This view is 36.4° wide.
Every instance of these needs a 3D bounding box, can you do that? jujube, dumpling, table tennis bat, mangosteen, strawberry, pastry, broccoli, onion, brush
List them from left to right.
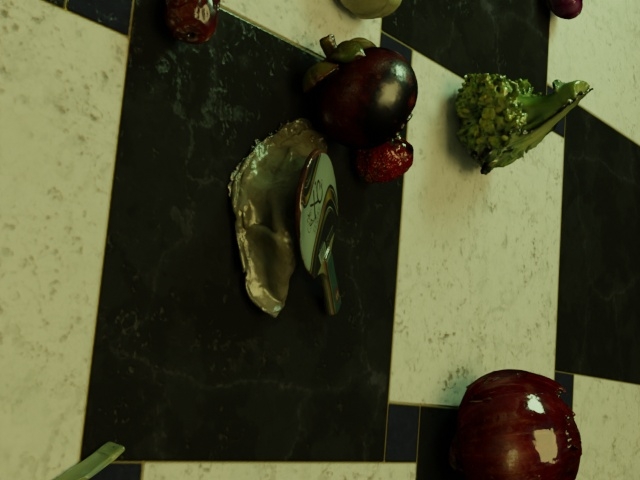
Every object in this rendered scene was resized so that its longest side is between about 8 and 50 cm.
[{"bbox_3d":[-0.307,0.300,1.173,0.178,0.033,0.030,-32,118,-47],"label":"brush"},{"bbox_3d":[-0.173,-0.334,1.346,0.077,0.077,0.129,36,56,-44],"label":"jujube"},{"bbox_3d":[-0.055,-0.062,1.469,0.166,0.086,0.332,39,54,-46],"label":"dumpling"},{"bbox_3d":[0.000,0.000,1.497,0.173,0.022,0.301,-67,155,-45],"label":"table tennis bat"},{"bbox_3d":[0.062,-0.246,1.570,0.200,0.199,0.200,4,84,-51],"label":"mangosteen"},{"bbox_3d":[0.082,-0.457,1.656,0.156,0.092,0.156,15,72,-56],"label":"pastry"},{"bbox_3d":[0.107,-0.141,1.669,0.106,0.106,0.106,4,84,-51],"label":"strawberry"},{"bbox_3d":[0.374,-0.273,1.908,0.242,0.273,0.180,-19,70,-51],"label":"broccoli"},{"bbox_3d":[0.367,0.380,1.844,0.276,0.276,0.276,4,84,-51],"label":"onion"},{"bbox_3d":[0.570,-0.570,2.252,0.115,0.104,0.115,35,41,-38],"label":"onion"}]
